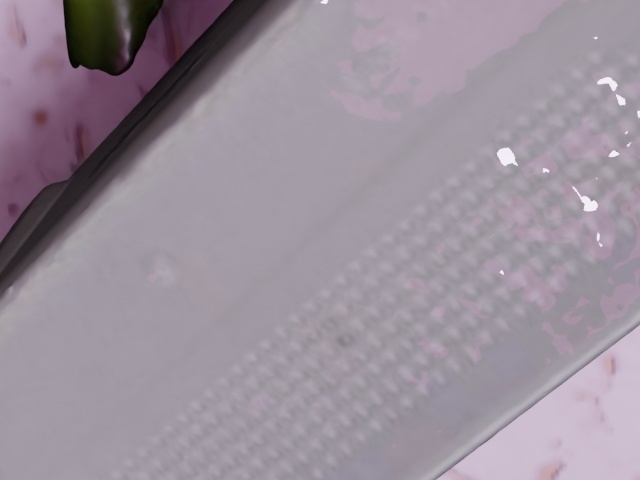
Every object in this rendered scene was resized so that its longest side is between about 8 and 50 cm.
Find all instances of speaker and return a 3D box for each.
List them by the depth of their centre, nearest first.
[{"bbox_3d":[0.000,0.000,0.628,0.183,0.184,0.406,44,118,-8],"label":"speaker"}]

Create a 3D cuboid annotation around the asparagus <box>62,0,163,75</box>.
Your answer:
[{"bbox_3d":[-0.075,-0.201,0.618,0.080,0.080,0.287,7,124,13],"label":"asparagus"}]
